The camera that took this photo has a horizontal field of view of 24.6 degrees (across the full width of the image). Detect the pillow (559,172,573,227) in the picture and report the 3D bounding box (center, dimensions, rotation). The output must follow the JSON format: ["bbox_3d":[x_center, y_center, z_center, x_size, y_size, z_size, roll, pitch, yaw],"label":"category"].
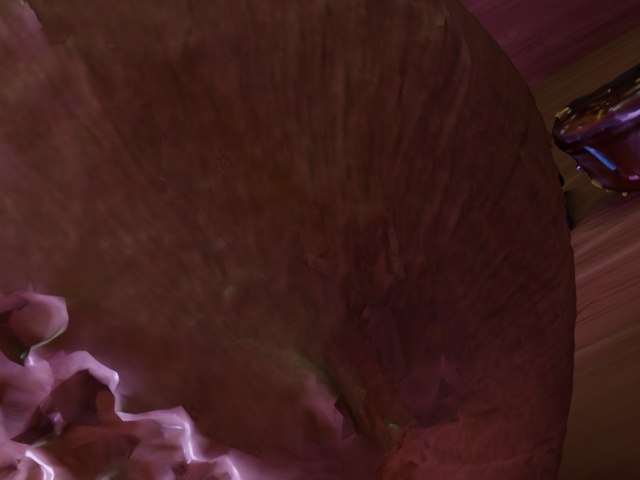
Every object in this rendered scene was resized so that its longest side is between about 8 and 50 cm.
[{"bbox_3d":[0.153,-0.061,1.429,0.186,0.106,0.250,14,11,4],"label":"pillow"}]

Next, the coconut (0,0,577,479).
[{"bbox_3d":[-0.087,0.030,0.562,0.404,0.405,0.404,-31,4,3],"label":"coconut"}]

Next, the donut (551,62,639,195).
[{"bbox_3d":[0.321,-0.123,1.278,0.230,0.096,0.216,-33,7,-15],"label":"donut"}]
